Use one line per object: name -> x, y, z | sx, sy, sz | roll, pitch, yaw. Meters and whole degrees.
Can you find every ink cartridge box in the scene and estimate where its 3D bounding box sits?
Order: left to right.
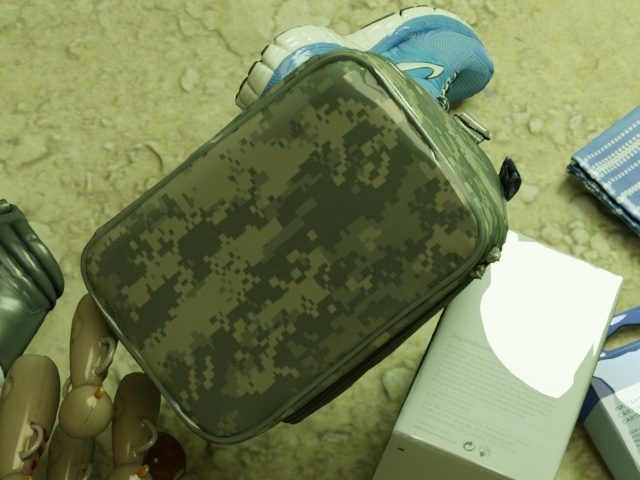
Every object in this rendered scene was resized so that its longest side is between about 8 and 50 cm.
ink cartridge box -> 0.355, 0.182, 1.537 | 0.186, 0.065, 0.311 | -18, 62, -20

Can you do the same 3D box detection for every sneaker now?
sneaker -> -0.360, 0.001, 1.520 | 0.296, 0.104, 0.147 | 38, 58, 7
sneaker -> 0.068, -0.130, 1.618 | 0.330, 0.130, 0.147 | -19, 62, -48

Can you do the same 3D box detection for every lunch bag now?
lunch bag -> 0.000, 0.000, 1.340 | 0.305, 0.256, 0.212 | -39, 86, 11

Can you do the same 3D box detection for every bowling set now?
bowling set -> -0.189, 0.189, 1.380 | 0.200, 0.287, 0.154 | 27, 44, -26

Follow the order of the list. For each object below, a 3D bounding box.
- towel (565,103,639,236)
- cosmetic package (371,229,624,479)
towel -> 0.442, -0.030, 1.701 | 0.336, 0.040, 0.243 | 43, 56, 17
cosmetic package -> 0.141, 0.146, 1.437 | 0.138, 0.224, 0.224 | 22, 57, 4
